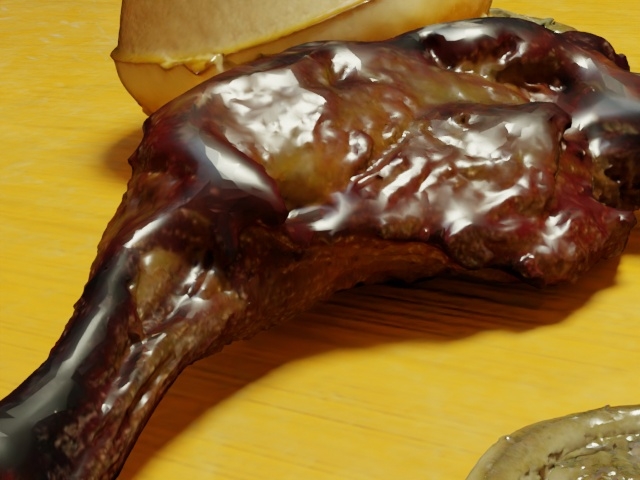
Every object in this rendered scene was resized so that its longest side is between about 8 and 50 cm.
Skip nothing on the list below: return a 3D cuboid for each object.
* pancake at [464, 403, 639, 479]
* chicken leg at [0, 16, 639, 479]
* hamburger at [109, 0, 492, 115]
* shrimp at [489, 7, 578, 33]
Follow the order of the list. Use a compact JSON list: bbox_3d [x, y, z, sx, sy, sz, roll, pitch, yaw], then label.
[{"bbox_3d":[0.097,0.077,0.341,0.139,0.022,0.139,-6,20,2],"label":"pancake"},{"bbox_3d":[0.000,0.000,0.491,0.158,0.096,0.407,33,41,30],"label":"chicken leg"},{"bbox_3d":[-0.012,-0.127,0.746,0.237,0.147,0.237,-13,10,2],"label":"hamburger"},{"bbox_3d":[0.138,-0.125,0.863,0.099,0.041,0.180,9,20,-1],"label":"shrimp"}]
